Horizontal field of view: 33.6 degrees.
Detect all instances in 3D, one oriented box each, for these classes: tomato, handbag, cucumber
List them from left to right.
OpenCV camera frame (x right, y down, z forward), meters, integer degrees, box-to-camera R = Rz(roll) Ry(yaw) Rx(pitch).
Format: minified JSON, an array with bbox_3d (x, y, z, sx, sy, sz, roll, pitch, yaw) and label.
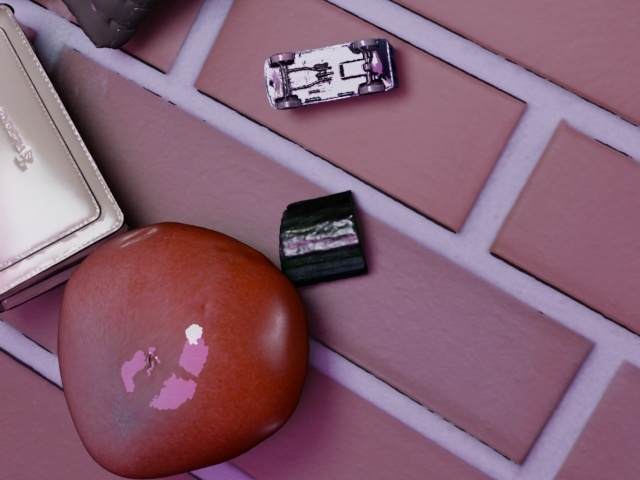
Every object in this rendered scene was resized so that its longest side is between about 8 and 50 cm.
[{"bbox_3d":[-0.439,-0.105,1.451,0.237,0.160,0.358,-28,84,-11],"label":"handbag"},{"bbox_3d":[-0.188,0.136,1.351,0.341,0.273,0.341,2,97,18],"label":"tomato"},{"bbox_3d":[0.000,0.000,1.397,0.115,0.062,0.116,-11,92,14],"label":"cucumber"}]

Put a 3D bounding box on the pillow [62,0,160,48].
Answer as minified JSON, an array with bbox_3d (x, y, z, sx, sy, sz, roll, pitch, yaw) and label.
[{"bbox_3d":[-0.304,-0.435,1.362,0.228,0.101,0.326,-35,85,46],"label":"pillow"}]

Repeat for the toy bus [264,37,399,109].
[{"bbox_3d":[0.015,-0.213,1.371,0.167,0.076,0.073,-7,93,16],"label":"toy bus"}]
